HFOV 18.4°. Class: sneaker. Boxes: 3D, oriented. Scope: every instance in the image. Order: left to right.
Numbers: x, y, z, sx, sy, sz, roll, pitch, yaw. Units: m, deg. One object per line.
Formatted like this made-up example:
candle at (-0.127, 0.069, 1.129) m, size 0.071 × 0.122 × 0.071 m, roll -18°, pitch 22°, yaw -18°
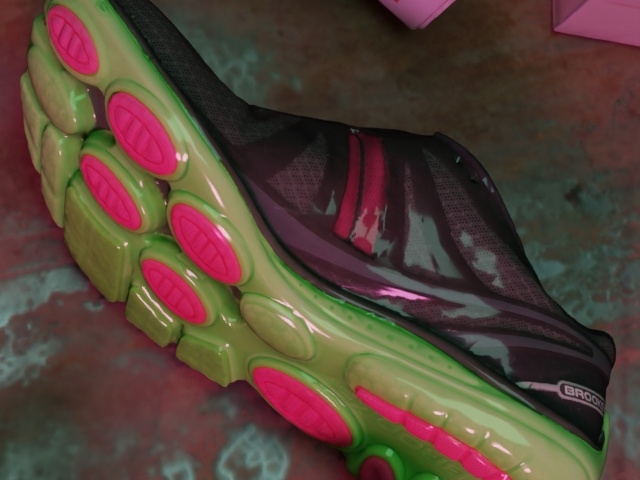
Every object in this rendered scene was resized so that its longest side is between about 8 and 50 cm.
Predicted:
sneaker at (0.000, 0.000, 1.320) m, size 0.483 × 0.185 × 0.202 m, roll 42°, pitch 49°, yaw -9°

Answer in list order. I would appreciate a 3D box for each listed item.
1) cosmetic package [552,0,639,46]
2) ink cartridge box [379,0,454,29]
cosmetic package at (0.335, -0.225, 1.506) m, size 0.296 × 0.129 × 0.153 m, roll 7°, pitch 72°, yaw -18°
ink cartridge box at (0.031, -0.299, 1.355) m, size 0.273 × 0.197 × 0.114 m, roll 42°, pitch 65°, yaw -5°
